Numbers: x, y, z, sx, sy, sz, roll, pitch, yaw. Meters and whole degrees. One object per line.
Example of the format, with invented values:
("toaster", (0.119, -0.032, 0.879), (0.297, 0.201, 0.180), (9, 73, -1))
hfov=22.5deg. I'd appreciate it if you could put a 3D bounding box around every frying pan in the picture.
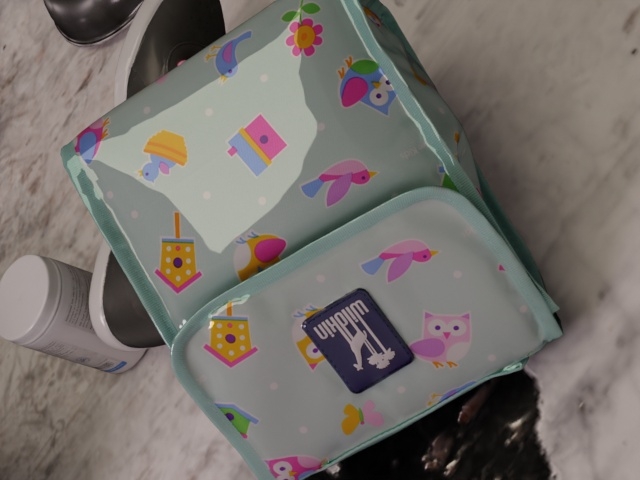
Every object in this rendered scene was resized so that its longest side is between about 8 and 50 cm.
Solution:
("frying pan", (-0.155, -0.239, 1.378), (0.197, 0.053, 0.326), (-59, 40, 9))

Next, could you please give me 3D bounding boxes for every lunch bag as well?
("lunch bag", (0.000, 0.000, 1.004), (0.223, 0.160, 0.262), (-31, 76, 11))

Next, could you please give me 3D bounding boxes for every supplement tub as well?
("supplement tub", (-0.187, 0.057, 1.228), (0.071, 0.107, 0.071), (-20, 59, 38))

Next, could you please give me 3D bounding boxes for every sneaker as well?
("sneaker", (-0.078, -0.061, 1.184), (0.147, 0.104, 0.296), (0, 78, 43))
